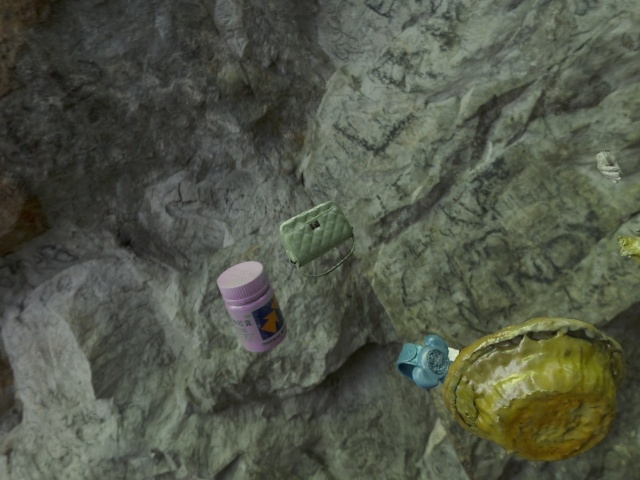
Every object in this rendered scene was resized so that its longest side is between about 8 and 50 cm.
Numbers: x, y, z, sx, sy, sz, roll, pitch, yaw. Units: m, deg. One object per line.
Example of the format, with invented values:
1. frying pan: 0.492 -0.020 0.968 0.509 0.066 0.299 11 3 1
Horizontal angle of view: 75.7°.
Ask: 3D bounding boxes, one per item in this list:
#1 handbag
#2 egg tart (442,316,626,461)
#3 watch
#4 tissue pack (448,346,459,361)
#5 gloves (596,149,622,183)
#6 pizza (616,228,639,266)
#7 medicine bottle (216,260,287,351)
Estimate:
1. handbag: 0.000 0.000 1.391 0.256 0.079 0.219 -29 -99 -19
2. egg tart: 0.460 0.332 0.867 0.387 0.169 0.388 0 -59 1
3. watch: 0.399 0.485 1.589 0.210 0.211 0.193 19 -27 -18
4. tissue pack: 0.539 0.530 1.772 0.106 0.099 0.149 9 -39 26
5. gloves: 0.578 -0.152 0.825 0.044 0.081 0.037 -8 -24 -13
6. pizza: 0.800 0.060 0.907 0.287 0.280 0.075 22 -30 2
7. medicine bottle: -0.241 0.238 1.481 0.178 0.178 0.291 -15 -64 0
